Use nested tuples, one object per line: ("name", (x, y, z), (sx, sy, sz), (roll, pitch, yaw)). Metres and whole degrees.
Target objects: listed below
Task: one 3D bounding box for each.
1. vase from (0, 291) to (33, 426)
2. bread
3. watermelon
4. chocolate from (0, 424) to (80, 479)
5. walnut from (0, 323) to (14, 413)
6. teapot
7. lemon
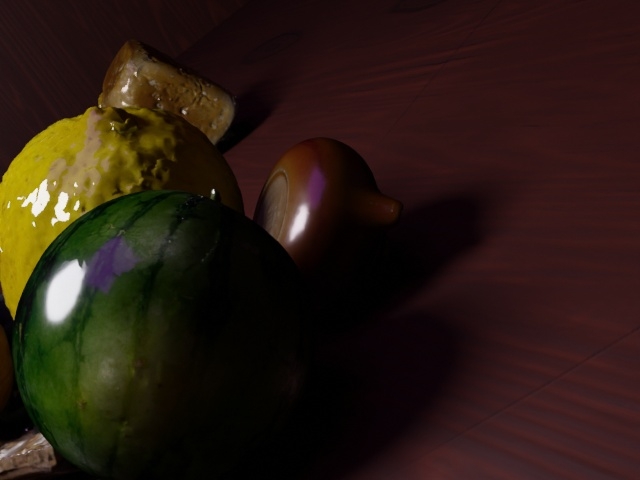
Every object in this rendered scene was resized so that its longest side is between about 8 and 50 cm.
("vase", (-0.361, 0.121, 1.204), (0.301, 0.156, 0.251), (-22, 47, 44))
("bread", (-0.271, -0.230, 1.703), (0.176, 0.246, 0.195), (-60, 23, 11))
("watermelon", (-0.123, 0.080, 0.766), (0.242, 0.242, 0.242), (-30, 21, 13))
("chocolate", (-0.355, 0.244, 1.007), (0.329, 0.065, 0.102), (-23, -1, 31))
("walnut", (-0.466, 0.118, 1.073), (0.203, 0.203, 0.298), (-40, 48, -13))
("teapot", (0.000, 0.000, 0.943), (0.252, 0.135, 0.178), (147, 138, -63))
("lemon", (-0.206, 0.009, 0.996), (0.268, 0.321, 0.268), (7, 32, -5))
